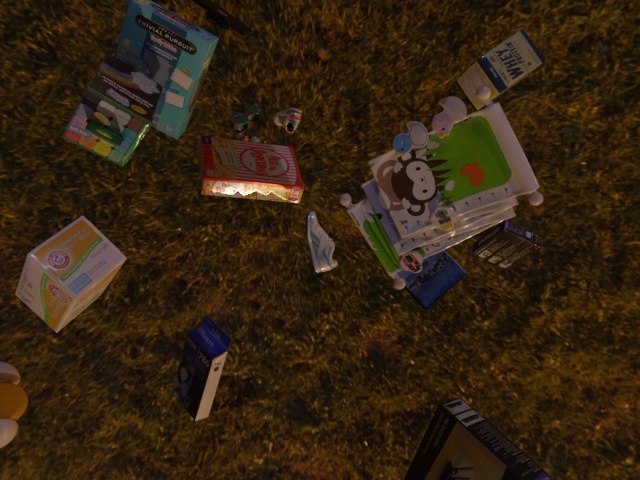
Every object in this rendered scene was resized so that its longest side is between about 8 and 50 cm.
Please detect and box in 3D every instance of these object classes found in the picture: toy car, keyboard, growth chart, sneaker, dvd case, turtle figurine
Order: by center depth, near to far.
[{"bbox_3d":[0.137,-0.058,0.640,0.237,0.021,0.172,-34,99,30],"label":"growth chart"},{"bbox_3d":[-0.649,0.314,0.976,0.182,0.159,0.136,15,131,-38],"label":"toy car"},{"bbox_3d":[-0.308,-0.673,1.606,0.192,0.100,0.038,34,121,1],"label":"keyboard"},{"bbox_3d":[-0.239,-0.306,1.701,0.118,0.175,0.234,8,134,1],"label":"turtle figurine"},{"bbox_3d":[0.324,0.079,1.731,0.180,0.022,0.253,-43,70,2],"label":"dvd case"},{"bbox_3d":[-0.119,-0.405,1.830,0.057,0.161,0.075,11,82,-32],"label":"sneaker"},{"bbox_3d":[0.000,0.000,1.910,0.092,0.087,0.228,-13,104,-1],"label":"sneaker"}]

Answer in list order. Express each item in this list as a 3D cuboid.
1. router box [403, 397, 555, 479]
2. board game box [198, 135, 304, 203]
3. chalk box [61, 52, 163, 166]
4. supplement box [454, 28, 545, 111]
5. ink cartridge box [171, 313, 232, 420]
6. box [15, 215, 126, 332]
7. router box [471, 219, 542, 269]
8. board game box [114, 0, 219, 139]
[{"bbox_3d":[0.297,0.524,1.087,0.081,0.243,0.308,-1,117,-40],"label":"router box"},{"bbox_3d":[-0.141,-0.142,1.061,0.194,0.146,0.045,3,131,-19],"label":"board game box"},{"bbox_3d":[-0.571,-0.340,1.454,0.180,0.289,0.179,29,124,-27],"label":"chalk box"},{"bbox_3d":[0.254,-0.241,0.759,0.083,0.083,0.056,-36,91,-11],"label":"supplement box"},{"bbox_3d":[-0.412,0.435,1.822,0.065,0.165,0.332,-2,118,-47],"label":"ink cartridge box"},{"bbox_3d":[-0.435,0.062,0.917,0.103,0.203,0.114,46,49,-7],"label":"box"},{"bbox_3d":[0.586,0.016,1.677,0.133,0.179,0.046,26,57,-7],"label":"router box"},{"bbox_3d":[-0.486,-0.514,1.604,0.254,0.079,0.336,28,123,-7],"label":"board game box"}]
